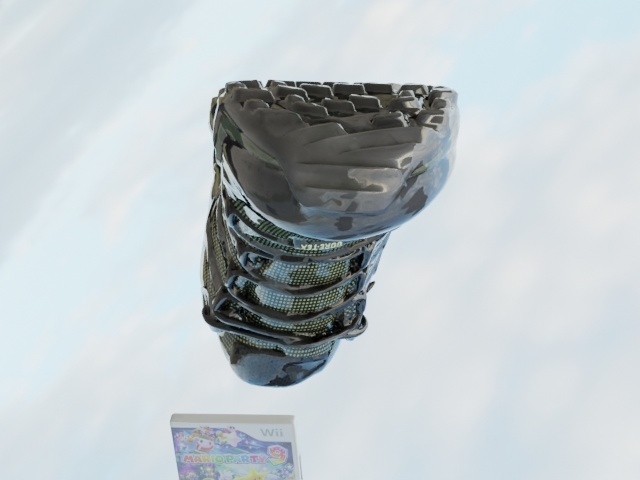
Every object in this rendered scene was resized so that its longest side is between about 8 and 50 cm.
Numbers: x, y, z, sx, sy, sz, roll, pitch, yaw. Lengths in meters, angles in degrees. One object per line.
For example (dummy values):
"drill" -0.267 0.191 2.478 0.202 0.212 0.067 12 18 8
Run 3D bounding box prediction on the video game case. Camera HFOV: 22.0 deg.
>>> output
"video game case" -0.055 0.171 1.150 0.087 0.122 0.011 0 -147 8

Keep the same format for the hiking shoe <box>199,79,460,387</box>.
"hiking shoe" 0.000 0.000 0.598 0.227 0.086 0.114 -144 -125 -83
